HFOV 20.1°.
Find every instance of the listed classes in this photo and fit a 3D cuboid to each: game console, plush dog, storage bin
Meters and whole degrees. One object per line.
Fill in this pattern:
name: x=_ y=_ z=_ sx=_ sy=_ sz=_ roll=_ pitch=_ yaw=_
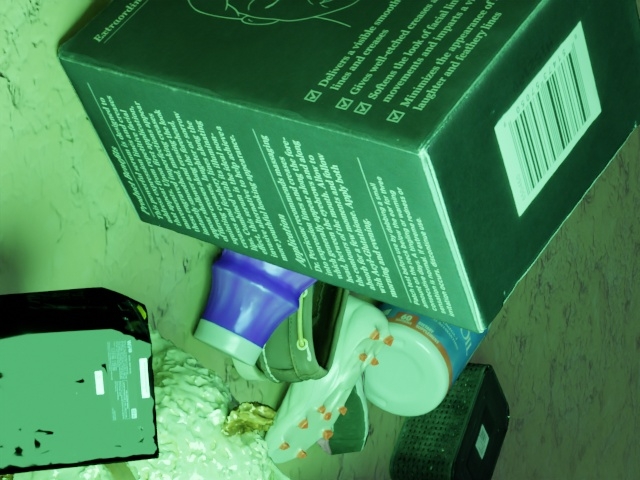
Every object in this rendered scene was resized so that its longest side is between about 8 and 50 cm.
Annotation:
game console: x=-0.227 y=0.217 z=1.363 sx=0.044 sy=0.213 sz=0.361 roll=-137 pitch=-136 yaw=-75
plush dog: x=-0.160 y=0.204 z=1.469 sx=0.225 sy=0.210 sz=0.262 roll=-32 pitch=96 yaw=-25
storage bin: x=0.164 y=0.250 z=2.246 sx=0.180 sy=0.084 sz=0.122 roll=-66 pitch=146 yaw=-34

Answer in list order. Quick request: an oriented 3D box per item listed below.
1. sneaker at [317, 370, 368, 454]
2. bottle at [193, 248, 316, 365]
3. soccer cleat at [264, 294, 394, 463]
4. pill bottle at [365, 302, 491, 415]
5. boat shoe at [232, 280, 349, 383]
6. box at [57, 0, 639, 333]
sneaker: x=0.029 y=0.148 z=1.983 sx=0.077 sy=0.072 sz=0.178 roll=-34 pitch=124 yaw=-59
bottle: x=-0.032 y=-0.017 z=1.760 sx=0.283 sy=0.118 sz=0.092 roll=-64 pitch=-176 yaw=-6
soccer cleat: x=-0.001 y=0.147 z=1.899 sx=0.196 sy=0.076 sz=0.068 roll=-53 pitch=143 yaw=3
pill bottle: x=0.130 y=0.098 z=2.118 sx=0.221 sy=0.124 sz=0.124 roll=-50 pitch=136 yaw=-51
boat shoe: x=0.000 y=0.000 z=1.880 sx=0.116 sy=0.097 sz=0.324 roll=54 pitch=46 yaw=-50
box: x=0.033 y=-0.137 z=1.542 sx=0.293 sy=0.395 sz=0.212 roll=-50 pitch=139 yaw=-28
